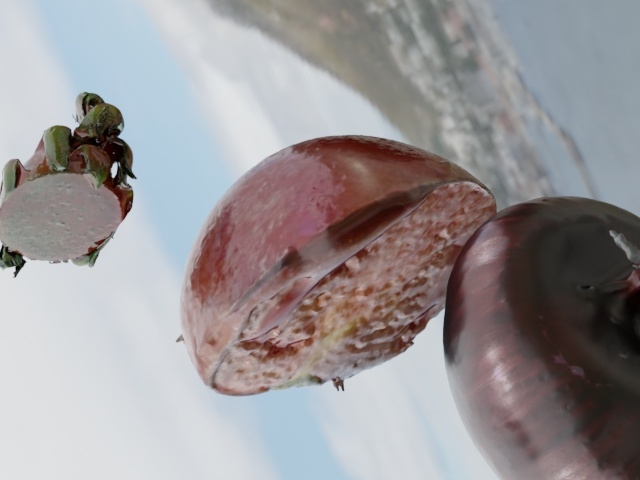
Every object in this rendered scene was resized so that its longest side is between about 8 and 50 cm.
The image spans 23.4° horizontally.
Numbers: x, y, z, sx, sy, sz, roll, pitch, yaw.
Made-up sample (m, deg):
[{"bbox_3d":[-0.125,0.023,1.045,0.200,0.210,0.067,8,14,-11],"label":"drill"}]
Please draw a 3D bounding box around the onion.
[{"bbox_3d":[0.225,0.076,1.172,0.285,0.273,0.273,-52,54,45],"label":"onion"}]

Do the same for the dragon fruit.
[{"bbox_3d":[-0.229,-0.051,1.446,0.138,0.142,0.175,67,-146,-54],"label":"dragon fruit"}]

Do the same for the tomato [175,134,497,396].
[{"bbox_3d":[-0.004,-0.001,1.411,0.170,0.309,0.309,52,178,28],"label":"tomato"}]
